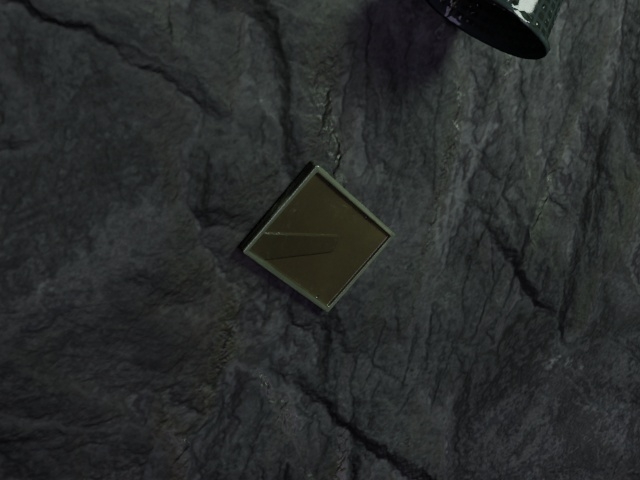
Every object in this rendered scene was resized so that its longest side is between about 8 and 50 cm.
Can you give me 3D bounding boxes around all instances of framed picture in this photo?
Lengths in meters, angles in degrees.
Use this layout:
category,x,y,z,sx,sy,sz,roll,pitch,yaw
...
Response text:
category,x,y,z,sx,sy,sz,roll,pitch,yaw
framed picture,0.000,0.000,1.516,0.150,0.015,0.203,-50,136,2

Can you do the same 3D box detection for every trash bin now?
category,x,y,z,sx,sy,sz,roll,pitch,yaw
trash bin,0.232,-0.333,1.375,0.175,0.175,0.161,31,86,-45
